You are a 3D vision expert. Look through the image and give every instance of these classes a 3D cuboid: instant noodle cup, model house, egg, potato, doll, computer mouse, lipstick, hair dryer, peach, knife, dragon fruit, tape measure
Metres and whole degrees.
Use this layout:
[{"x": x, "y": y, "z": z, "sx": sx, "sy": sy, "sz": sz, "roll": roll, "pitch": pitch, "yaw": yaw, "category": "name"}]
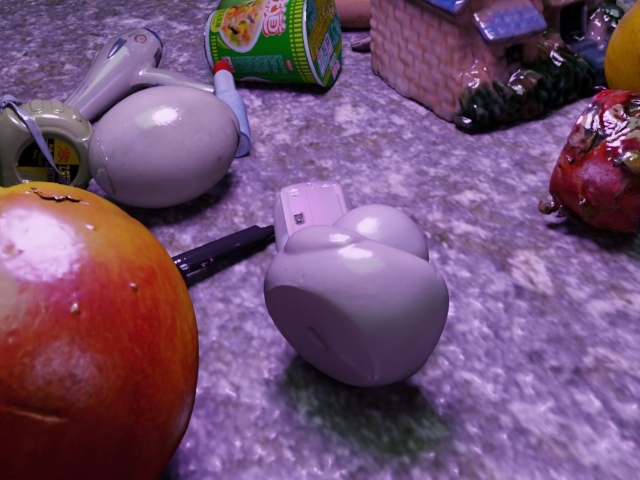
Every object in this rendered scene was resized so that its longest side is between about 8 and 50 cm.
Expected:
[{"x": -0.098, "y": -0.401, "z": 1.742, "sx": 0.232, "sy": 0.207, "sz": 0.207, "roll": 0, "pitch": 34, "yaw": 21, "category": "instant noodle cup"}, {"x": 0.344, "y": -0.484, "z": 1.609, "sx": 0.445, "sy": 0.400, "sz": 0.395, "roll": -18, "pitch": 33, "yaw": -18, "category": "model house"}, {"x": -0.242, "y": -0.148, "z": 1.380, "sx": 0.253, "sy": 0.187, "sz": 0.186, "roll": -27, "pitch": 39, "yaw": -25, "category": "egg"}, {"x": 0.079, "y": -0.549, "z": 1.974, "sx": 0.233, "sy": 0.146, "sz": 0.150, "roll": 8, "pitch": 79, "yaw": -1, "category": "potato"}, {"x": 0.059, "y": 0.048, "z": 1.021, "sx": 0.221, "sy": 0.221, "sz": 0.251, "roll": -27, "pitch": 13, "yaw": -29, "category": "doll"}, {"x": 0.000, "y": 0.000, "z": 1.239, "sx": 0.125, "sy": 0.056, "sz": 0.245, "roll": -8, "pitch": 39, "yaw": -5, "category": "computer mouse"}, {"x": -0.169, "y": -0.250, "z": 1.612, "sx": 0.061, "sy": 0.068, "sz": 0.274, "roll": -9, "pitch": 40, "yaw": -6, "category": "lipstick"}, {"x": -0.170, "y": 0.012, "z": 1.246, "sx": 0.248, "sy": 0.071, "sz": 0.114, "roll": -25, "pitch": 38, "yaw": -32, "category": "hair dryer"}, {"x": -0.297, "y": 0.126, "z": 0.876, "sx": 0.369, "sy": 0.370, "sz": 0.370, "roll": -4, "pitch": 34, "yaw": 3, "category": "peach"}, {"x": 0.235, "y": -0.462, "z": 1.910, "sx": 0.365, "sy": 0.043, "sz": 0.089, "roll": -18, "pitch": 2, "yaw": -13, "category": "knife"}, {"x": 0.404, "y": -0.112, "z": 1.234, "sx": 0.147, "sy": 0.211, "sz": 0.282, "roll": 17, "pitch": 13, "yaw": 20, "category": "dragon fruit"}, {"x": -0.443, "y": -0.140, "z": 1.403, "sx": 0.175, "sy": 0.200, "sz": 0.106, "roll": -7, "pitch": 32, "yaw": -18, "category": "tape measure"}, {"x": -0.367, "y": -0.283, "z": 1.702, "sx": 0.298, "sy": 0.119, "sz": 0.296, "roll": 36, "pitch": 57, "yaw": 29, "category": "hair dryer"}]

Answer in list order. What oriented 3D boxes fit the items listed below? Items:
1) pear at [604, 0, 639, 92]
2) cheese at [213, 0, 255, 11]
[{"x": 0.566, "y": -0.241, "z": 1.276, "sx": 0.191, "sy": 0.340, "sz": 0.386, "roll": -36, "pitch": 22, "yaw": -21, "category": "pear"}, {"x": -0.138, "y": -0.521, "z": 2.012, "sx": 0.203, "sy": 0.083, "sz": 0.320, "roll": -13, "pitch": 32, "yaw": -14, "category": "cheese"}]
